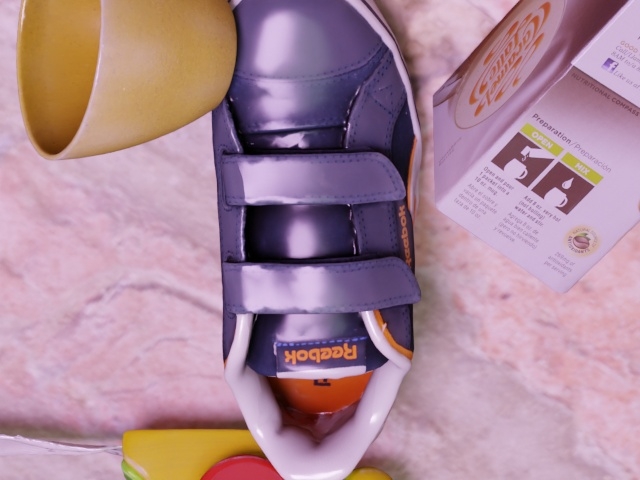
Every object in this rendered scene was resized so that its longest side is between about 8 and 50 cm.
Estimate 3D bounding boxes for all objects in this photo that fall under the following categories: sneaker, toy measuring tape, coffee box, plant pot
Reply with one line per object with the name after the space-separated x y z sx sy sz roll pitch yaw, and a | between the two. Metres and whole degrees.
0.000 0.000 1.131 0.126 0.127 0.321 -4 120 6 | sneaker
-0.113 0.182 1.242 0.330 0.121 0.121 0 122 -4 | toy measuring tape
0.174 -0.109 1.046 0.098 0.141 0.246 34 118 -17 | coffee box
-0.103 -0.109 1.074 0.095 0.134 0.134 2 125 -28 | plant pot
